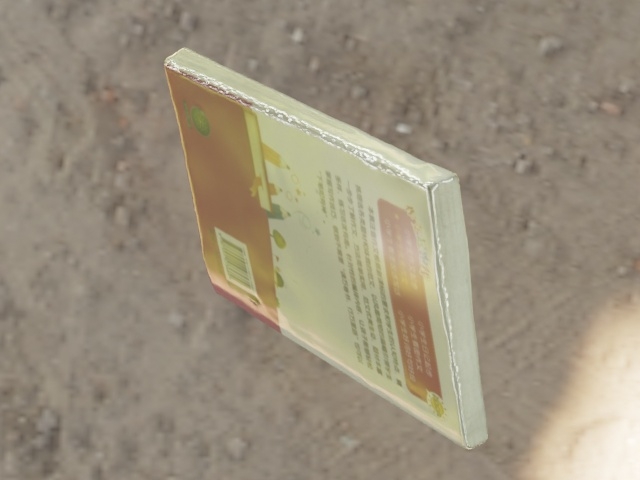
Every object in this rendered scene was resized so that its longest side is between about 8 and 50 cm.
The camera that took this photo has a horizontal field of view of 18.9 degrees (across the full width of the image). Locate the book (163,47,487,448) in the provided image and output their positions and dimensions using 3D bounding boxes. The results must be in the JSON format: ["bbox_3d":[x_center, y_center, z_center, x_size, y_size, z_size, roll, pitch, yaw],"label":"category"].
[{"bbox_3d":[0.000,0.000,1.028,0.232,0.022,0.162,28,138,45],"label":"book"}]
